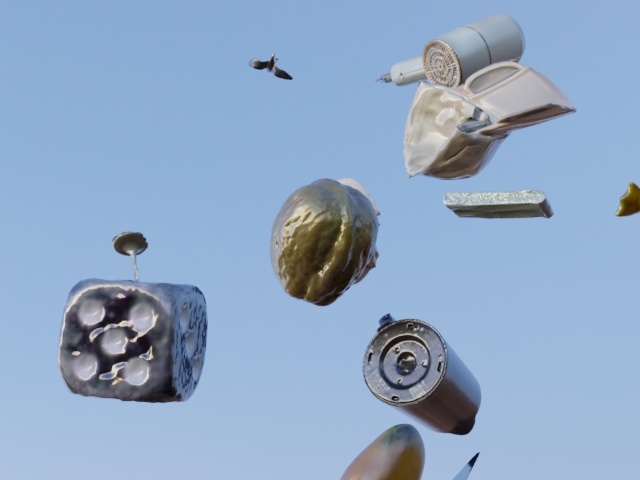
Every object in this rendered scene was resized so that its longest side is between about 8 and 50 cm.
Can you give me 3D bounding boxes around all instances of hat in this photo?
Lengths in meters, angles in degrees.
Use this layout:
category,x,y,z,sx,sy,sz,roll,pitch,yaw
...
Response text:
category,x,y,z,sx,sy,sz,roll,pitch,yaw
hat,0.245,-0.161,1.486,0.226,0.219,0.164,3,-62,-7

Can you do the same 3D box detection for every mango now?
category,x,y,z,sx,sy,sz,roll,pitch,yaw
mango,0.115,0.441,1.865,0.120,0.221,0.151,25,-25,37

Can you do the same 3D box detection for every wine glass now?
category,x,y,z,sx,sy,sz,roll,pitch,yaw
wine glass,-0.332,0.106,1.853,0.074,0.262,0.074,-10,-37,-7

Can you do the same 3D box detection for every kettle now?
category,x,y,z,sx,sy,sz,roll,pitch,yaw
kettle,0.226,0.320,2.407,0.262,0.203,0.308,23,-12,34

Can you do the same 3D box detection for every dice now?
category,x,y,z,sx,sy,sz,roll,pitch,yaw
dice,-0.278,0.149,1.534,0.181,0.183,0.182,4,-4,10

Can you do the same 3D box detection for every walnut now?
category,x,y,z,sx,sy,sz,roll,pitch,yaw
walnut,0.000,0.000,2.252,0.227,0.283,0.283,9,-33,-30

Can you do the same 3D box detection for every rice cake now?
category,x,y,z,sx,sy,sz,roll,pitch,yaw
rice cake,0.382,-0.077,2.195,0.226,0.040,0.085,0,-24,25

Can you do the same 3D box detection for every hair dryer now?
category,x,y,z,sx,sy,sz,roll,pitch,yaw
hair dryer,0.217,-0.342,1.963,0.173,0.107,0.357,-26,13,-28

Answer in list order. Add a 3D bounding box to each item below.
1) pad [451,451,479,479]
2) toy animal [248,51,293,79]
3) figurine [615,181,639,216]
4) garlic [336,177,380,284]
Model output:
category,x,y,z,sx,sy,sz,roll,pitch,yaw
pad,0.145,0.541,1.669,0.375,0.063,0.315,-56,-10,27
toy animal,-0.084,-0.311,1.787,0.084,0.028,0.050,18,-57,3
figurine,0.635,-0.059,1.691,0.215,0.228,0.215,-7,-68,-18
garlic,0.034,-0.012,2.521,0.185,0.203,0.281,-29,-44,-18
